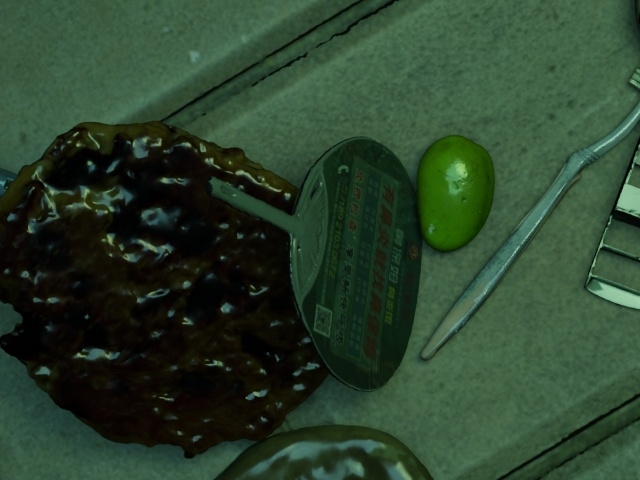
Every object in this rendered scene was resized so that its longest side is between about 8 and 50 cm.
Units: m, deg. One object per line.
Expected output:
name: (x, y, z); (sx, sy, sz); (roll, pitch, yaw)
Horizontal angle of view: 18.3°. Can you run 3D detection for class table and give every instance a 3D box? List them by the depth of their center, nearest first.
table: (0.336, -0.014, 1.792); (0.146, 0.062, 0.175); (20, 85, 5)

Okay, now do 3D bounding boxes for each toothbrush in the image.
toothbrush: (0.211, -0.036, 1.818); (0.037, 0.028, 0.375); (38, 89, 11)

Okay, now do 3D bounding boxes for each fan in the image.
fan: (0.011, 0.030, 1.722); (0.012, 0.294, 0.223); (-4, 99, 36)

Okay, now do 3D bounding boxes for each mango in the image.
mango: (0.120, -0.042, 1.813); (0.073, 0.056, 0.108); (14, 98, 7)

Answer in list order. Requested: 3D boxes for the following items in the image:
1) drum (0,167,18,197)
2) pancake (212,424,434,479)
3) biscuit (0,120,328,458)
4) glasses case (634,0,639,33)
drum: (-0.254, -0.058, 1.840); (0.253, 0.049, 0.130); (35, 89, 5)
pancake: (-0.003, 0.315, 1.798); (0.294, 0.049, 0.294); (0, 86, 5)
biscuit: (-0.138, 0.041, 1.773); (0.334, 0.081, 0.289); (32, 104, -14)
glasses case: (0.460, -0.213, 1.782); (0.355, 0.085, 0.137); (6, 81, 2)
